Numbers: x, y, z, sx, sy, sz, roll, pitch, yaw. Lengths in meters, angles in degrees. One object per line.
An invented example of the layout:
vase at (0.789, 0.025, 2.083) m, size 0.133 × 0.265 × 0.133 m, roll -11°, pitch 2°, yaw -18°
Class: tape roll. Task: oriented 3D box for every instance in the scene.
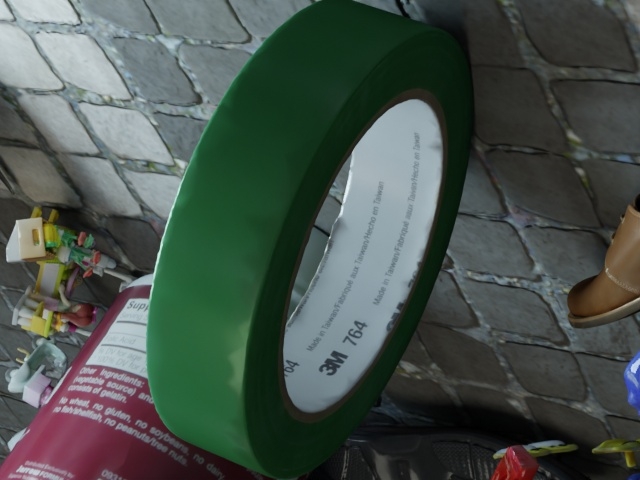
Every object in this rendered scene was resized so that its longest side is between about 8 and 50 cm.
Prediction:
tape roll at (0.000, 0.000, 1.282) m, size 0.077 × 0.321 × 0.321 m, roll 20°, pitch 150°, yaw 21°

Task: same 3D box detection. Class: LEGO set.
LEGO set at (-0.230, 0.047, 1.812) m, size 0.107 × 0.132 × 0.287 m, roll 21°, pitch 145°, yaw 3°

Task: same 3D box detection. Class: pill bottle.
pill bottle at (-0.121, 0.168, 1.597) m, size 0.224 × 0.392 × 0.224 m, roll 24°, pitch 150°, yaw 15°

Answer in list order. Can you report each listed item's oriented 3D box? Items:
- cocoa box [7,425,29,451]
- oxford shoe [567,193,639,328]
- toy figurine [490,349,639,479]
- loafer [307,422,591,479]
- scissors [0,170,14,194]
cocoa box at (-0.110, 0.306, 1.899) m, size 0.228 × 0.231 × 0.347 m, roll 55°, pitch 175°, yaw 47°
oxford shoe at (0.234, 0.006, 1.345) m, size 0.076 × 0.076 × 0.212 m, roll 58°, pitch 147°, yaw 4°
toy figurine at (0.316, 0.119, 1.290) m, size 0.191 × 0.362 × 0.217 m, roll 52°, pitch 130°, yaw 46°
loafer at (0.126, 0.209, 1.764) m, size 0.302 × 0.095 × 0.109 m, roll 4°, pitch 111°, yaw 35°
scissors at (-0.364, -0.150, 1.736) m, size 0.109 × 0.021 × 0.297 m, roll 16°, pitch 149°, yaw 25°
